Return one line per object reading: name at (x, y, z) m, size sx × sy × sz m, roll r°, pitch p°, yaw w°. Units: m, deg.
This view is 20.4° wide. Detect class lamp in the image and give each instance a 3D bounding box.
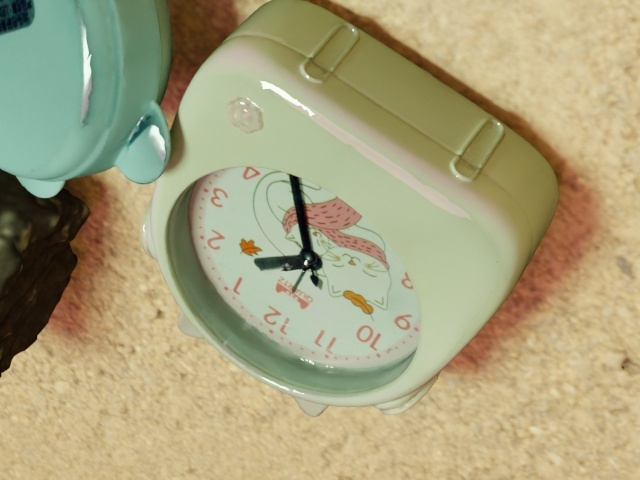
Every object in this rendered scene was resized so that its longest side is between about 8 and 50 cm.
lamp at (-0.204, -0.172, 1.272) m, size 0.209 × 0.147 × 0.284 m, roll -8°, pitch 116°, yaw 44°

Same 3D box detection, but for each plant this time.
plant at (-0.368, -0.014, 1.464) m, size 0.312 × 0.215 × 0.213 m, roll 34°, pitch 139°, yaw 8°

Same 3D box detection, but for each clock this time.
clock at (0.000, 0.000, 1.316) m, size 0.265 × 0.108 × 0.324 m, roll 34°, pitch 137°, yaw 2°
